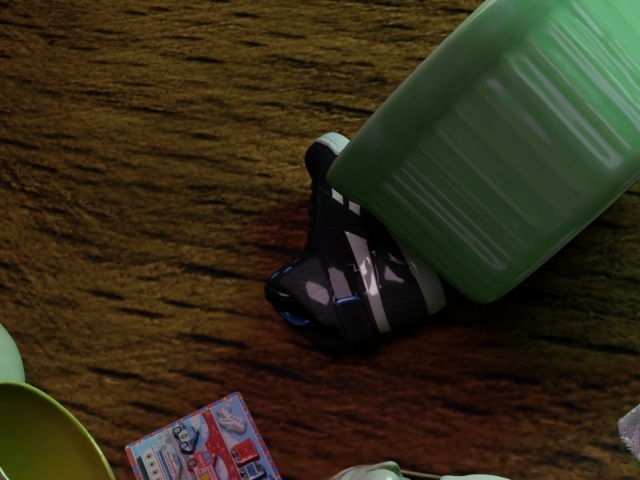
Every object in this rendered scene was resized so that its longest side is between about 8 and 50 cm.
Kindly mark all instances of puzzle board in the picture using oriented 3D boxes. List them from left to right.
[{"bbox_3d":[-0.083,0.170,1.151,0.096,0.011,0.128,-25,40,-6],"label":"puzzle board"}]

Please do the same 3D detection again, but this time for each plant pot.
[{"bbox_3d":[-0.223,0.180,1.124,0.095,0.134,0.134,-41,38,16],"label":"plant pot"}]

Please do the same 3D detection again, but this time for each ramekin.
[{"bbox_3d":[0.163,-0.093,1.127,0.303,0.303,0.148,-41,86,-22],"label":"ramekin"}]

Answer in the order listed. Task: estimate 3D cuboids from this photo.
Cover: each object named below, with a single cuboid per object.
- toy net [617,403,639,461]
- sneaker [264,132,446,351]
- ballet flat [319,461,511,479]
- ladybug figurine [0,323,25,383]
[{"bbox_3d":[0.292,0.094,0.988,0.232,0.122,0.045,-12,0,25],"label":"toy net"},{"bbox_3d":[0.000,0.000,1.250,0.121,0.079,0.217,-26,42,-7],"label":"sneaker"},{"bbox_3d":[0.070,0.174,1.035,0.232,0.073,0.080,1,45,24],"label":"ballet flat"},{"bbox_3d":[-0.458,0.134,1.230,0.449,0.162,0.305,-15,41,7],"label":"ladybug figurine"}]
